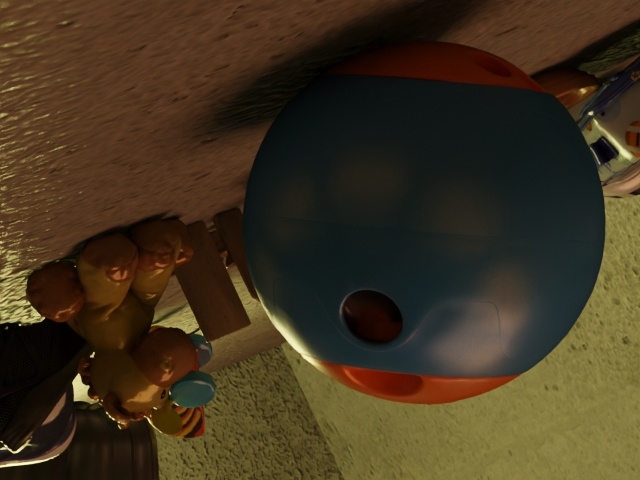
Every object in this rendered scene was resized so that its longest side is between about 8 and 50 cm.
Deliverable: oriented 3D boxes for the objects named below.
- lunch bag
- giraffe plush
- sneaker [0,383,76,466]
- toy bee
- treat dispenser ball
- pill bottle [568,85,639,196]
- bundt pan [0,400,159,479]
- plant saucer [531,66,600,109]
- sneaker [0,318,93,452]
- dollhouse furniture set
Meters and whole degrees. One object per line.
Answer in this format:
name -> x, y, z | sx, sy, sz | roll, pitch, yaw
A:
lunch bag -> 0.401, -0.171, 1.950 | 0.243, 0.115, 0.303 | -38, 174, -4
giraffe plush -> -0.197, 0.094, 1.635 | 0.210, 0.171, 0.181 | -31, 173, 41
sneaker -> -0.443, 0.192, 1.863 | 0.322, 0.130, 0.236 | -10, 153, -4
toy bee -> -0.238, 0.180, 2.470 | 0.162, 0.298, 0.195 | 3, -155, -11
treat dispenser ball -> 0.082, -0.015, 1.305 | 0.288, 0.288, 0.288 | -25, 174, -3
pill bottle -> 0.405, -0.135, 2.261 | 0.153, 0.153, 0.264 | -27, 174, 13
bundt pan -> -0.392, 0.296, 2.399 | 0.330, 0.124, 0.331 | 4, 178, 0
plant saucer -> 0.232, -0.153, 1.935 | 0.200, 0.037, 0.200 | -25, 175, -2
sneaker -> -0.309, 0.104, 1.758 | 0.227, 0.130, 0.087 | -55, -174, -32
dollhouse furniture set -> -0.123, 0.053, 1.815 | 0.144, 0.123, 0.151 | -21, 173, -34
